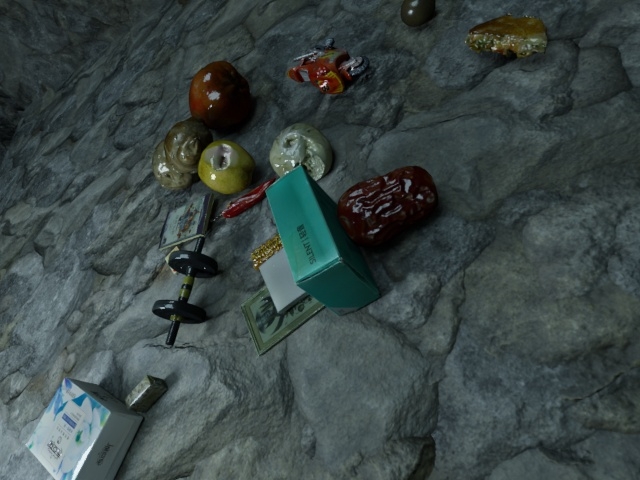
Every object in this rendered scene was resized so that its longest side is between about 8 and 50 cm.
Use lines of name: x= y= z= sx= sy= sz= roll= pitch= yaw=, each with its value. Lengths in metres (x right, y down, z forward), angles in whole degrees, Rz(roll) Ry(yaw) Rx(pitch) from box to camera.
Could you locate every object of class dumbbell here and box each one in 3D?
dumbbell: x=-0.376 y=0.133 z=1.248 sx=0.143 sy=0.143 sz=0.325 roll=-8 pitch=59 yaw=30

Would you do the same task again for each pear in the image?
pear: x=-0.290 y=-0.227 z=1.395 sx=0.178 sy=0.178 sz=0.177 roll=-17 pitch=55 yaw=25

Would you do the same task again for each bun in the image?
bun: x=-0.062 y=-0.251 z=1.283 sx=0.178 sy=0.128 sz=0.193 roll=-40 pitch=50 yaw=6

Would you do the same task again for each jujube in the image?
jujube: x=0.154 y=-0.079 z=1.024 sx=0.230 sy=0.155 sz=0.155 roll=-24 pitch=52 yaw=10

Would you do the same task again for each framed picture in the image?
framed picture: x=-0.096 y=0.161 z=1.132 sx=0.231 sy=0.010 sz=0.173 roll=-39 pitch=49 yaw=8

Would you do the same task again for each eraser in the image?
eraser: x=-0.092 y=0.099 z=1.132 sx=0.104 sy=0.023 sz=0.150 roll=-37 pitch=55 yaw=13

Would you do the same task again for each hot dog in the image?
hot dog: x=-0.117 y=0.021 z=1.208 sx=0.165 sy=0.045 sz=0.071 roll=-33 pitch=49 yaw=13

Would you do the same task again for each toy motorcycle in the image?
toy motorcycle: x=0.021 y=-0.557 z=1.437 sx=0.298 sy=0.089 sz=0.171 roll=34 pitch=85 yaw=42

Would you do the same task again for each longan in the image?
longan: x=0.294 y=-0.698 z=1.341 sx=0.113 sy=0.092 sz=0.113 roll=-36 pitch=5 yaw=4

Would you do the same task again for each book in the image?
book: x=-0.452 y=-0.062 z=1.485 sx=0.231 sy=0.026 sz=0.157 roll=-16 pitch=55 yaw=32

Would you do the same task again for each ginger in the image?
ginger: x=-0.462 y=-0.303 z=1.507 sx=0.375 sy=0.176 sz=0.256 roll=-2 pitch=64 yaw=65

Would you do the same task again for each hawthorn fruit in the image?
hawthorn fruit: x=-0.377 y=-0.501 z=1.598 sx=0.261 sy=0.224 sz=0.224 roll=-28 pitch=49 yaw=38

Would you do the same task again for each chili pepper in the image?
chili pepper: x=-0.238 y=-0.118 z=1.376 sx=0.268 sy=0.050 sz=0.059 roll=-29 pitch=7 yaw=15

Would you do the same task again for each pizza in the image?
pizza: x=0.483 y=-0.507 z=1.117 sx=0.147 sy=0.069 sz=0.226 roll=-41 pitch=48 yaw=-23

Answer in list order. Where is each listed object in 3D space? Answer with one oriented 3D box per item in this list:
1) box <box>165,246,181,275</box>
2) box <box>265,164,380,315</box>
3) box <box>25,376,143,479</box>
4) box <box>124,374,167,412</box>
box: x=-0.465 y=0.065 z=1.435 sx=0.058 sy=0.015 sz=0.093 roll=-49 pitch=48 yaw=1
box: x=0.000 y=0.000 z=1.037 sx=0.118 sy=0.205 sz=0.311 roll=-34 pitch=49 yaw=14
box: x=-0.644 y=0.522 z=1.210 sx=0.274 sy=0.116 sz=0.203 roll=11 pitch=71 yaw=38
box: x=-0.470 y=0.413 z=1.195 sx=0.098 sy=0.062 sz=0.045 roll=-46 pitch=49 yaw=0
